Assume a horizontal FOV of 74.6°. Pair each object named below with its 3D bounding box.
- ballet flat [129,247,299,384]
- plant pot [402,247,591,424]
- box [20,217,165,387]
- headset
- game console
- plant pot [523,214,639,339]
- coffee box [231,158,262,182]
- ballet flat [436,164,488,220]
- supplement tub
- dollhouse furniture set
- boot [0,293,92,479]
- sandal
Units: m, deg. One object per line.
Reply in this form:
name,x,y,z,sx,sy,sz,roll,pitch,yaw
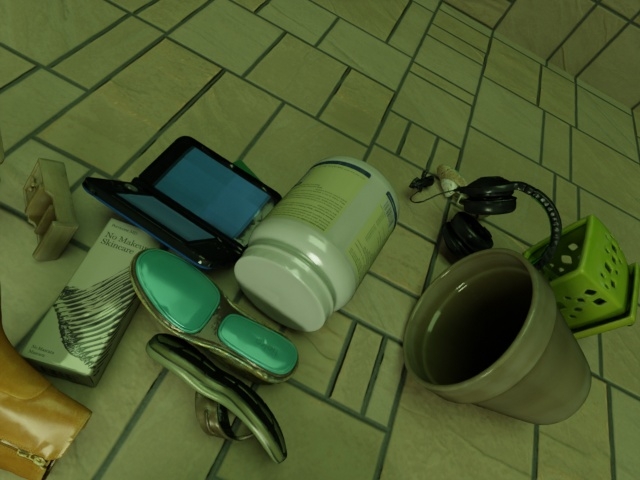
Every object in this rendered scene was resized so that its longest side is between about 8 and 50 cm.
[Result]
ballet flat,-0.200,0.151,0.765,0.349,0.123,0.123,36,53,-7
plant pot,0.380,0.223,0.866,0.280,0.323,0.323,38,52,-17
box,-0.384,0.103,0.742,0.113,0.094,0.274,20,55,-9
headset,0.415,-0.067,1.100,0.395,0.243,0.185,31,26,21
game console,-0.259,-0.097,0.854,0.293,0.250,0.173,32,97,6
plant pot,0.658,0.111,1.071,0.207,0.227,0.228,41,53,-1
coffee box,-0.175,-0.099,0.984,0.184,0.040,0.113,46,56,10
ballet flat,0.407,-0.138,1.223,0.067,0.073,0.206,-40,75,-21
supplement tub,0.000,0.000,0.870,0.236,0.235,0.324,36,54,3
dollhouse furniture set,-0.570,-0.066,0.710,0.242,0.212,0.160,5,52,-51
boot,-0.418,0.195,0.585,0.212,0.294,0.104,26,15,-9
sandal,-0.181,0.275,0.719,0.303,0.120,0.086,36,81,5
